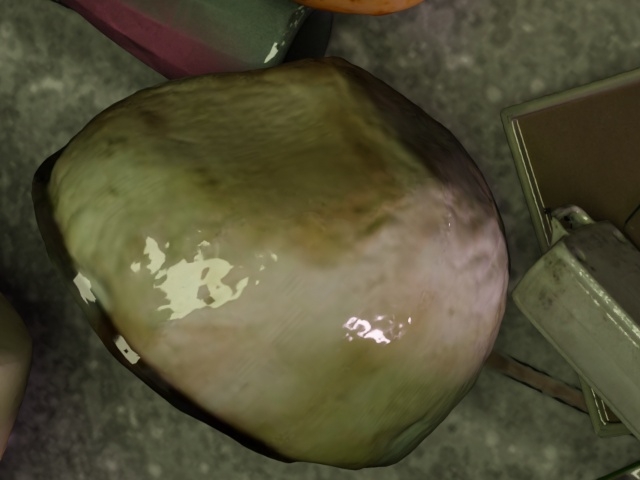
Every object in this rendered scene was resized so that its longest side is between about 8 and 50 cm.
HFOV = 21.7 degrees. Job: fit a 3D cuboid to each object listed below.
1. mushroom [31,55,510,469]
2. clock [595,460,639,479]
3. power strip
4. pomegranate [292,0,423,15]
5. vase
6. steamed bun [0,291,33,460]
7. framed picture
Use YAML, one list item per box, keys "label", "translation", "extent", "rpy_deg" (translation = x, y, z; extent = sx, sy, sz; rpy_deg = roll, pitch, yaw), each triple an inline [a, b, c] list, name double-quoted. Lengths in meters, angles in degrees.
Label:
- label: "mushroom"
  translation: [-0.001, 0.002, 0.875]
  extent: [0.267, 0.189, 0.164]
  rpy_deg: [37, 108, -25]
- label: "clock"
  translation: [0.118, 0.249, 0.859]
  extent: [0.235, 0.309, 0.166]
  rpy_deg: [-27, 90, 15]
- label: "power strip"
  translation: [0.205, 0.094, 0.886]
  extent: [0.272, 0.078, 0.052]
  rpy_deg: [48, 121, 15]
- label: "pomegranate"
  translation: [0.011, -0.229, 0.880]
  extent: [0.215, 0.215, 0.215]
  rpy_deg: [2, 98, 13]
- label: "vase"
  translation: [-0.105, -0.144, 0.979]
  extent: [0.214, 0.086, 0.086]
  rpy_deg: [25, 102, 13]
- label: "steamed bun"
  translation: [-0.401, 0.095, 0.974]
  extent: [0.456, 0.290, 0.371]
  rpy_deg: [25, 98, 11]
- label: "framed picture"
  translation: [0.192, 0.004, 0.932]
  extent: [0.150, 0.015, 0.203]
  rpy_deg: [-16, 93, 38]
